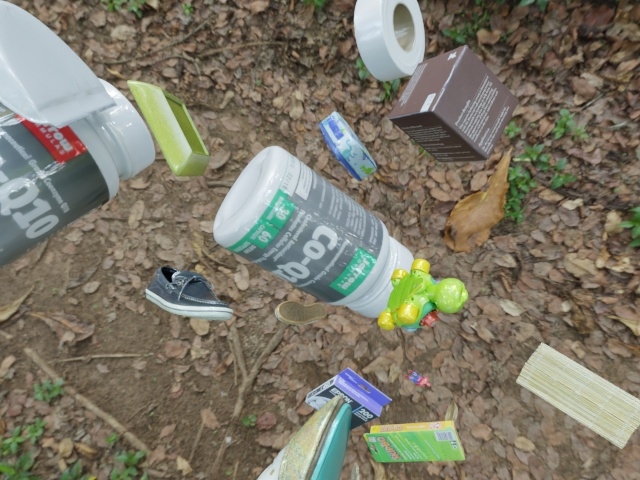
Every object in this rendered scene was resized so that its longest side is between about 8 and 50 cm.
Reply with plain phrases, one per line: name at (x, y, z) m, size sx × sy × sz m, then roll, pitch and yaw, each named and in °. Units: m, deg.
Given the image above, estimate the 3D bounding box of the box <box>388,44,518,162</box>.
box at (0.312, -0.308, 0.947) m, size 0.203 × 0.167 × 0.168 m, roll 31°, pitch 86°, yaw -26°

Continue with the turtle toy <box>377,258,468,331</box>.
turtle toy at (0.136, 0.079, 0.535) m, size 0.066 × 0.130 × 0.095 m, roll 30°, pitch 61°, yaw -12°

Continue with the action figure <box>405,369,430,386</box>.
action figure at (0.308, 0.435, 1.248) m, size 0.038 × 0.115 × 0.030 m, roll -38°, pitch 95°, yaw -15°

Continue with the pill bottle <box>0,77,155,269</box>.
pill bottle at (-0.365, -0.083, 0.494) m, size 0.161 × 0.161 × 0.283 m, roll 36°, pitch 56°, yaw 11°

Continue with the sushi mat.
sushi mat at (0.760, 0.448, 1.172) m, size 0.317 × 0.019 × 0.151 m, roll 32°, pitch 110°, yaw 22°

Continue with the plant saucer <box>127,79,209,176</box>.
plant saucer at (-0.290, -0.225, 0.814) m, size 0.045 × 0.188 × 0.188 m, roll -25°, pitch 99°, yaw 3°

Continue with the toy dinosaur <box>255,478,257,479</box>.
toy dinosaur at (-0.269, 0.682, 1.006) m, size 0.313 × 0.160 × 0.121 m, roll -46°, pitch 42°, yaw -2°

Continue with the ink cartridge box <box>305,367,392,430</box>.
ink cartridge box at (0.094, 0.537, 1.336) m, size 0.206 × 0.045 × 0.208 m, roll 39°, pitch 120°, yaw -14°

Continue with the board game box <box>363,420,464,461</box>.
board game box at (0.264, 0.579, 1.144) m, size 0.260 × 0.039 × 0.124 m, roll -15°, pitch 111°, yaw 19°

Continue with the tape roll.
tape roll at (0.228, -0.668, 1.282) m, size 0.100 × 0.286 × 0.285 m, roll 2°, pitch 85°, yaw 41°

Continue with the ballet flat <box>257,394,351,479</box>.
ballet flat at (-0.045, 0.381, 0.536) m, size 0.124 × 0.123 × 0.347 m, roll 8°, pitch 73°, yaw 11°

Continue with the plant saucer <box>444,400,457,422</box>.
plant saucer at (0.407, 0.542, 1.239) m, size 0.015 × 0.083 × 0.083 m, roll 20°, pitch 89°, yaw 8°

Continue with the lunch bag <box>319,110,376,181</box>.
lunch bag at (0.084, -0.307, 1.292) m, size 0.090 × 0.176 × 0.218 m, roll -35°, pitch 46°, yaw 13°

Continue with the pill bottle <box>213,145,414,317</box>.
pill bottle at (0.000, 0.000, 0.769) m, size 0.361 × 0.204 × 0.204 m, roll 32°, pitch 92°, yaw -26°

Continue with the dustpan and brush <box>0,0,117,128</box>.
dustpan and brush at (-0.320, -0.203, 0.390) m, size 0.060 × 0.147 × 0.211 m, roll -26°, pitch 116°, yaw 12°

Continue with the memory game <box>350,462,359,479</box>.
memory game at (0.099, 0.776, 1.210) m, size 0.012 × 0.186 × 0.185 m, roll 9°, pitch 87°, yaw 2°

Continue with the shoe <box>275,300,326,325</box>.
shoe at (-0.065, 0.228, 1.215) m, size 0.058 × 0.219 × 0.076 m, roll -37°, pitch 62°, yaw 27°

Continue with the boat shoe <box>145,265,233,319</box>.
boat shoe at (-0.503, 0.195, 1.516) m, size 0.501 × 0.187 × 0.155 m, roll 10°, pitch 82°, yaw 44°
